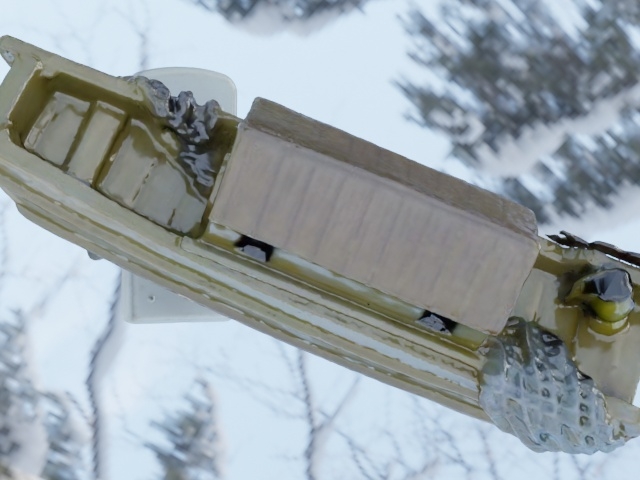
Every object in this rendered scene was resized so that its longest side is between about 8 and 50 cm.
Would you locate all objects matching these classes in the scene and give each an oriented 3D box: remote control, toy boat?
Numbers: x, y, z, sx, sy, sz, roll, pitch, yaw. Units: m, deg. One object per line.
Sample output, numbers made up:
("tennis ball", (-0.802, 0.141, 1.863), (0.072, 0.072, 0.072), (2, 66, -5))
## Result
("remote control", (-0.104, -0.033, 1.311), (0.029, 0.087, 0.190), (7, -83, 63))
("toy boat", (0.000, 0.000, 1.057), (0.162, 0.445, 0.136), (113, -2, -65))
